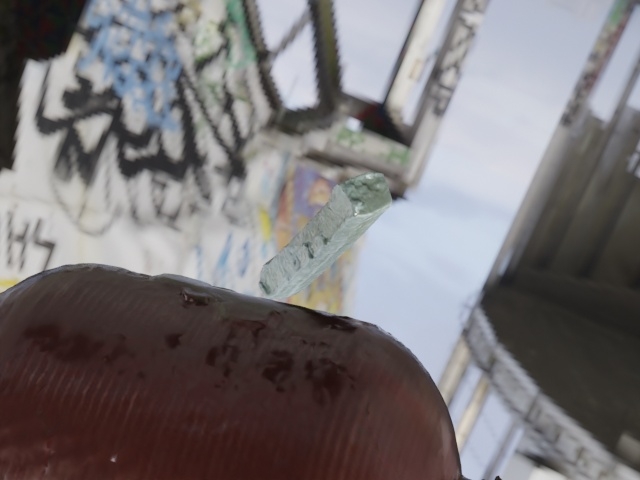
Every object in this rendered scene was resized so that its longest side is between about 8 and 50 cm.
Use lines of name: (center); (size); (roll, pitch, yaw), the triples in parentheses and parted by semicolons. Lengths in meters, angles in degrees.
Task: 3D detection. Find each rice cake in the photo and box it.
rice cake: (0.000, 0.000, 0.650); (0.022, 0.021, 0.121); (-14, 165, -25)

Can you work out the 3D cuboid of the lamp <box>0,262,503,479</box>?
lamp: (-0.055, 0.102, 0.567); (0.258, 0.180, 0.180); (12, -171, 13)
